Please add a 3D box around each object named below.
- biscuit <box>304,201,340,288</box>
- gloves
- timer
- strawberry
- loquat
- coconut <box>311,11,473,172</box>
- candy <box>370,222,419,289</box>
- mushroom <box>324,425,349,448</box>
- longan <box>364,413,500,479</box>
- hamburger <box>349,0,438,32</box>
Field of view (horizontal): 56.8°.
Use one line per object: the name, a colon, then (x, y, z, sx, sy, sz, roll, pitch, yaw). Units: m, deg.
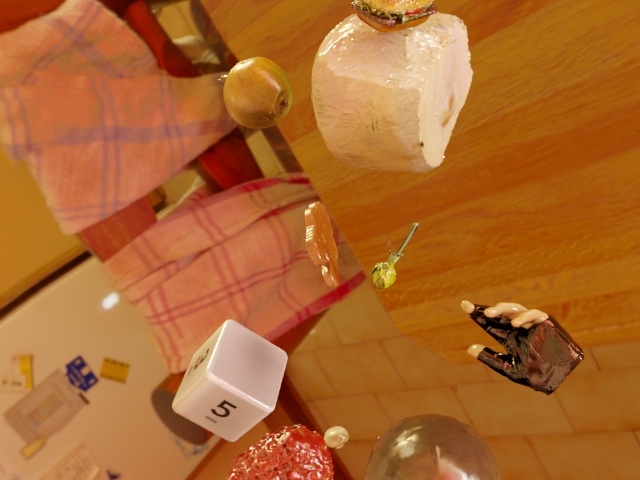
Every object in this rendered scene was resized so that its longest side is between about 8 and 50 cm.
biscuit: (0.000, 0.000, 1.891, 0.047, 0.334, 0.202, -21, 127, 14)
gloves: (0.467, 0.241, 1.424, 0.301, 0.152, 0.197, 35, 106, 7)
timer: (-0.224, 0.352, 1.483, 0.194, 0.192, 0.195, 35, 125, -15)
strawberry: (-0.065, 0.463, 1.179, 0.234, 0.234, 0.178, 30, 115, 15)
loquat: (-0.208, -0.458, 1.817, 0.246, 0.213, 0.213, 27, 131, 21)
coconut: (0.144, -0.356, 1.431, 0.405, 0.404, 0.404, 18, 128, 25)
candy: (0.219, 0.044, 1.719, 0.077, 0.073, 0.262, 53, 136, 28)
mushroom: (0.054, 0.662, 1.981, 0.083, 0.083, 0.067, -19, 94, 41)
longan: (0.299, 0.661, 1.614, 0.391, 0.391, 0.391, 18, 128, 25)
hamburger: (0.156, -0.479, 1.181, 0.137, 0.166, 0.087, 44, 145, 32)
